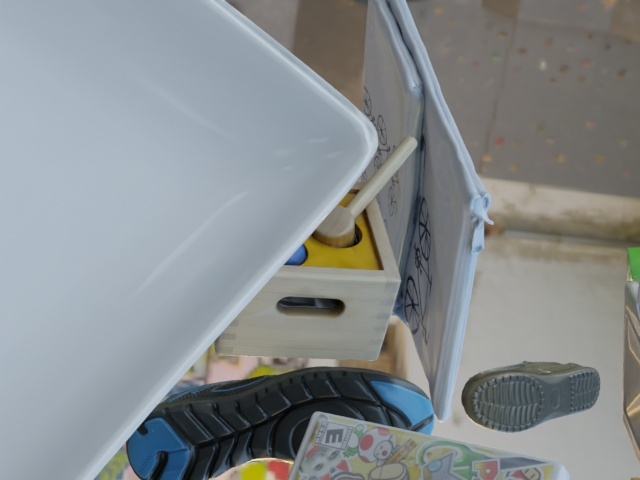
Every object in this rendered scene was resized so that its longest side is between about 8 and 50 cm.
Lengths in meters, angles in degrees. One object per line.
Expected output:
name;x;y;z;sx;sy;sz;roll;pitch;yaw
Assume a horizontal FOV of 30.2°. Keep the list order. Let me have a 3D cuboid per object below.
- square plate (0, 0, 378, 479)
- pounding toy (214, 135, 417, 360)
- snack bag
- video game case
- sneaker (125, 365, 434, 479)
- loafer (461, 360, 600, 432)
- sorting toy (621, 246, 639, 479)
square plate;-0.210;-0.020;0.411;0.347;0.344;0.049;-50;179;-22
pounding toy;0.000;0.000;0.801;0.130;0.141;0.100;-103;-159;-51
snack bag;0.089;-0.032;1.181;0.323;0.037;0.342;93;-13;-45
video game case;0.045;0.242;0.829;0.026;0.206;0.227;53;52;-49
sneaker;-0.042;0.191;1.331;0.139;0.340;0.125;-59;143;-75
loafer;0.180;0.136;1.049;0.050;0.148;0.056;11;-81;59
sorting toy;0.349;0.165;1.230;0.196;0.047;0.348;-84;169;-60
